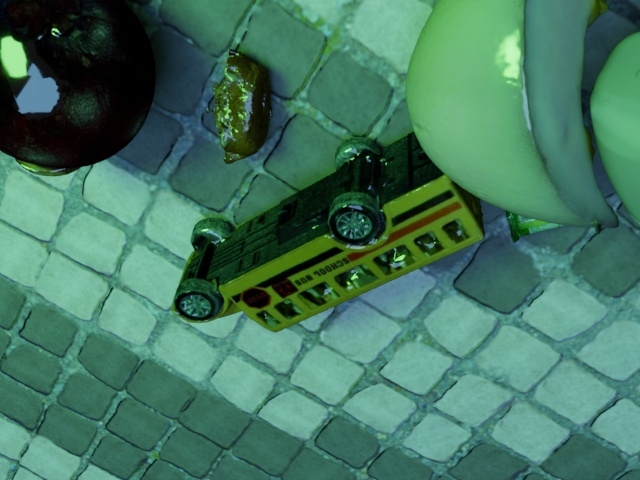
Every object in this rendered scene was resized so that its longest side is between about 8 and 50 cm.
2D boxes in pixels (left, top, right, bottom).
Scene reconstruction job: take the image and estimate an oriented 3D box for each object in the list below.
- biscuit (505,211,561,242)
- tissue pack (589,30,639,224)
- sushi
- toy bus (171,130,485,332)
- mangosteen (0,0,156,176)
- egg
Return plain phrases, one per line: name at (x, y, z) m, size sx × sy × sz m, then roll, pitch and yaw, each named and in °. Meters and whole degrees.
biscuit at (0.237, -0.029, 0.768) m, size 0.089 × 0.016 × 0.046 m, roll -14°, pitch 118°, yaw 20°
tissue pack at (0.373, -0.117, 0.516) m, size 0.333 × 0.229 × 0.236 m, roll -51°, pitch 127°, yaw 1°
sushi at (-0.084, -0.132, 0.755) m, size 0.060 × 0.061 × 0.118 m, roll 12°, pitch 102°, yaw 15°
toy bus at (0.000, 0.000, 0.778) m, size 0.335 × 0.121 × 0.123 m, roll -27°, pitch 123°, yaw 24°
mangosteen at (-0.259, -0.150, 0.717) m, size 0.194 × 0.194 × 0.230 m, roll 31°, pitch 148°, yaw -7°
egg at (0.155, -0.144, 0.617) m, size 0.161 × 0.206 × 0.271 m, roll 3°, pitch 89°, yaw 47°
